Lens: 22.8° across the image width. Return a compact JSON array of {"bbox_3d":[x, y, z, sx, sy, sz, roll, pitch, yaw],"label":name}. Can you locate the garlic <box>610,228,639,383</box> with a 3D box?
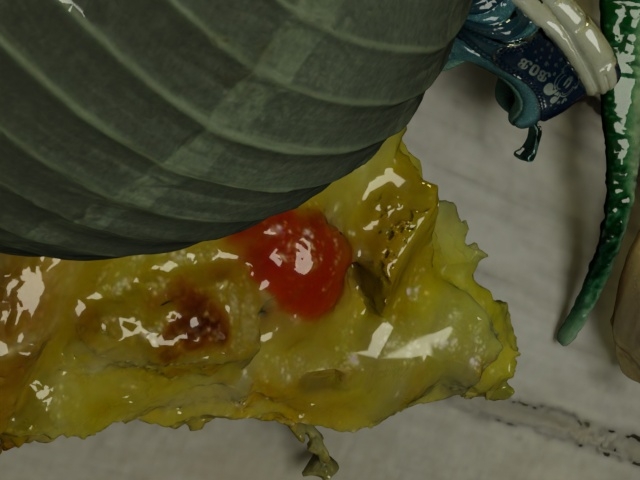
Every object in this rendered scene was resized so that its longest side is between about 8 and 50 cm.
[{"bbox_3d":[0.232,-0.009,0.808,0.198,0.090,0.128,-40,160,-26],"label":"garlic"}]

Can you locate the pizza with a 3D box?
[{"bbox_3d":[0.000,0.000,0.667,0.287,0.075,0.280,26,87,-35],"label":"pizza"}]

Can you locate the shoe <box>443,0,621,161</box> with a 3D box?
[{"bbox_3d":[0.067,-0.100,0.700,0.143,0.064,0.071,38,103,-27],"label":"shoe"}]

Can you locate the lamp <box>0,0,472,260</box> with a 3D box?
[{"bbox_3d":[-0.075,-0.102,0.462,0.265,0.233,0.233,-42,129,-61],"label":"lamp"}]

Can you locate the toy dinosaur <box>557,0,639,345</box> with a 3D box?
[{"bbox_3d":[0.183,-0.137,0.758,0.129,0.076,0.383,-8,103,-25],"label":"toy dinosaur"}]
